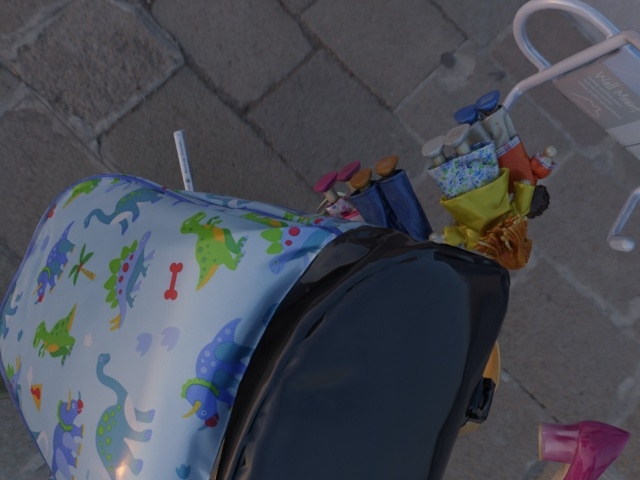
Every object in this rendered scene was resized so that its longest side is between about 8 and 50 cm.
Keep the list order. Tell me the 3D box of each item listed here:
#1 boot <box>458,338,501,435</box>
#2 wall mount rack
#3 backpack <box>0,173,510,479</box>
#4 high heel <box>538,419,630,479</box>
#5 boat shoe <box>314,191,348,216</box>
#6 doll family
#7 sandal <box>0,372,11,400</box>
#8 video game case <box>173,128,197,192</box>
[{"bbox_3d":[0.282,0.336,1.533,0.211,0.104,0.295,-2,115,-21],"label":"boot"},{"bbox_3d":[0.323,-0.089,0.641,0.350,0.304,0.131,35,78,-13],"label":"wall mount rack"},{"bbox_3d":[-0.087,0.084,0.515,0.273,0.355,0.290,20,94,-28],"label":"backpack"},{"bbox_3d":[0.378,0.357,0.970,0.117,0.082,0.244,-1,112,23],"label":"high heel"},{"bbox_3d":[-0.001,0.000,1.423,0.080,0.224,0.073,33,31,-3],"label":"boat shoe"},{"bbox_3d":[0.116,-0.016,0.685,0.262,0.118,0.163,-24,113,26],"label":"doll family"},{"bbox_3d":[-0.501,0.203,1.147,0.086,0.303,0.120,-37,84,14],"label":"sandal"},{"bbox_3d":[-0.280,-0.158,1.418,0.019,0.157,0.143,-11,102,-7],"label":"video game case"}]
